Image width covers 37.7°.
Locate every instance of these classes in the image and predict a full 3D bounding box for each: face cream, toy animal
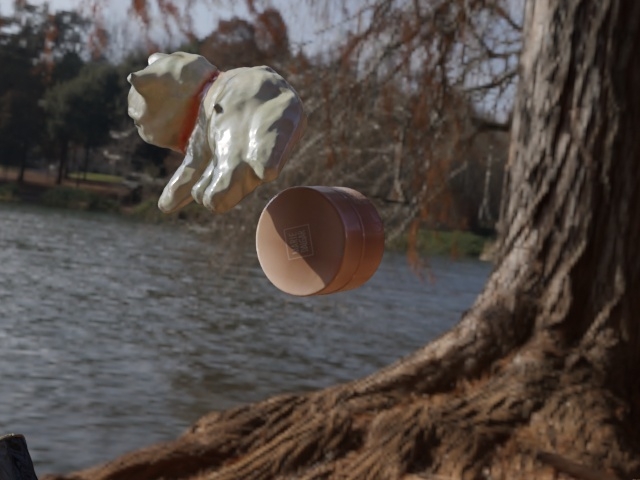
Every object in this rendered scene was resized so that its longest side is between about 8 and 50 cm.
[{"bbox_3d":[0.000,0.000,1.280,0.149,0.149,0.104,6,5,33],"label":"face cream"},{"bbox_3d":[-0.142,-0.148,1.153,0.266,0.188,0.308,-20,18,22],"label":"toy animal"}]

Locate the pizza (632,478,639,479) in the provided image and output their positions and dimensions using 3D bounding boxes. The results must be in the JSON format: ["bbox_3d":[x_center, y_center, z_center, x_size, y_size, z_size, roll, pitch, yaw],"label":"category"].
[{"bbox_3d":[0.288,0.359,1.098,0.305,0.085,0.161,-18,-30,-6],"label":"pizza"}]

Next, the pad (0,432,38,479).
[{"bbox_3d":[-0.399,0.360,1.110,0.174,0.233,0.022,-18,-18,-30],"label":"pad"}]
